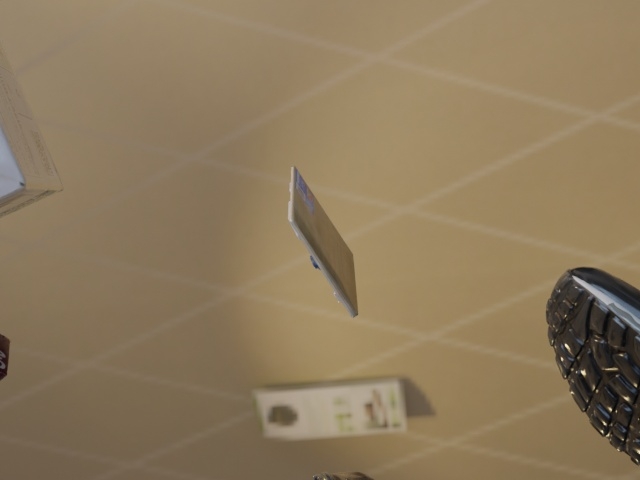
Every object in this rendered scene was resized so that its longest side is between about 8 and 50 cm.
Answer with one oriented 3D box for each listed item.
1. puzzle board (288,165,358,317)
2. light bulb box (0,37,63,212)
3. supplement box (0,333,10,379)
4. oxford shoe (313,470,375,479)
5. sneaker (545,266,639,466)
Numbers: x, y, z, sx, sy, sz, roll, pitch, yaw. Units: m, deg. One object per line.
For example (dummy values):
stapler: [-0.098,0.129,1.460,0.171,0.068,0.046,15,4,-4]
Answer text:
puzzle board: [0.000,0.000,1.165,0.096,0.011,0.128,56,-169,-19]
light bulb box: [-0.478,-0.175,1.634,0.361,0.225,0.358,-169,56,-86]
supplement box: [-0.481,0.164,1.623,0.130,0.239,0.073,43,-163,-30]
oxford shoe: [0.044,0.350,1.964,0.227,0.096,0.083,-164,68,-87]
sneaker: [0.276,0.106,0.923,0.124,0.283,0.107,-35,-24,-30]
